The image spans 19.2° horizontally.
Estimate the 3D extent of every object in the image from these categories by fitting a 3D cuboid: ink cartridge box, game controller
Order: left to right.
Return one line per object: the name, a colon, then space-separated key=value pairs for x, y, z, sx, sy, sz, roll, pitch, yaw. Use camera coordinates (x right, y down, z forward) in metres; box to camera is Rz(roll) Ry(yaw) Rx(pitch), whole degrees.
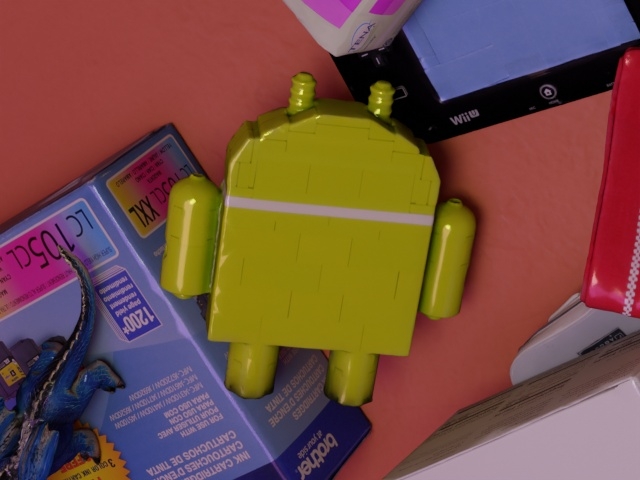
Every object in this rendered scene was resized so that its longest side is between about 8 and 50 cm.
ink cartridge box: x=-0.145 y=0.133 z=1.678 sx=0.270 sy=0.151 sz=0.395 roll=-27 pitch=101 yaw=36
game controller: x=0.145 y=-0.174 z=1.411 sx=0.319 sy=0.067 sz=0.166 roll=-16 pitch=106 yaw=34

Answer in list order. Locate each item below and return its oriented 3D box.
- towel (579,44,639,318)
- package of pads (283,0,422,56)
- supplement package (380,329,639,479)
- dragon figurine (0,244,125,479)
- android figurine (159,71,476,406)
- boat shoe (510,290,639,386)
towel: x=0.329 y=-0.025 z=1.318 sx=0.275 sy=0.031 sz=0.199 roll=11 pitch=83 yaw=13
package of pads: x=0.002 y=-0.316 z=1.355 sx=0.296 sy=0.101 sz=0.229 roll=49 pitch=124 yaw=14
supplement package: x=0.212 y=0.200 z=1.404 sx=0.262 sy=0.145 sz=0.204 roll=-29 pitch=93 yaw=41
dragon figurine: x=-0.239 y=0.155 z=1.556 sx=0.085 sy=0.144 sz=0.289 roll=30 pitch=125 yaw=13
android figurine: x=0.000 y=0.000 z=1.499 sx=0.248 sy=0.056 sz=0.273 roll=4 pitch=112 yaw=-7
boat shoe: x=0.251 y=0.047 z=1.452 sx=0.258 sy=0.084 sz=0.095 roll=-28 pitch=108 yaw=40
